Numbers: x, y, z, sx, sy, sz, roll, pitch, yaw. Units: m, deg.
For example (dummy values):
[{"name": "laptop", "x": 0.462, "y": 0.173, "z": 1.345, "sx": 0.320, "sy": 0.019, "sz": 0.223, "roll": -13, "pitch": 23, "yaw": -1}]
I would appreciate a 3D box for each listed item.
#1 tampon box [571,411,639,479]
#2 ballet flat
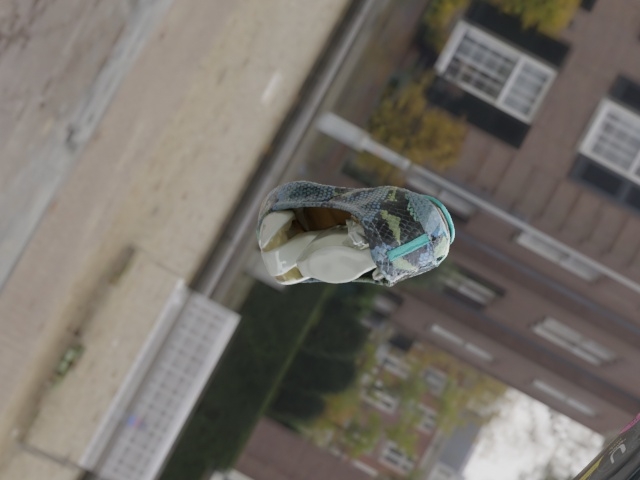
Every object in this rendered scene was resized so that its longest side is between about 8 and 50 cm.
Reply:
[{"name": "tampon box", "x": 0.277, "y": 0.237, "z": 1.207, "sx": 0.120, "sy": 0.161, "sz": 0.101, "roll": -47, "pitch": -176, "yaw": 11}, {"name": "ballet flat", "x": 0.000, "y": 0.000, "z": 0.928, "sx": 0.188, "sy": 0.070, "sz": 0.070, "roll": -7, "pitch": -130, "yaw": 57}]
